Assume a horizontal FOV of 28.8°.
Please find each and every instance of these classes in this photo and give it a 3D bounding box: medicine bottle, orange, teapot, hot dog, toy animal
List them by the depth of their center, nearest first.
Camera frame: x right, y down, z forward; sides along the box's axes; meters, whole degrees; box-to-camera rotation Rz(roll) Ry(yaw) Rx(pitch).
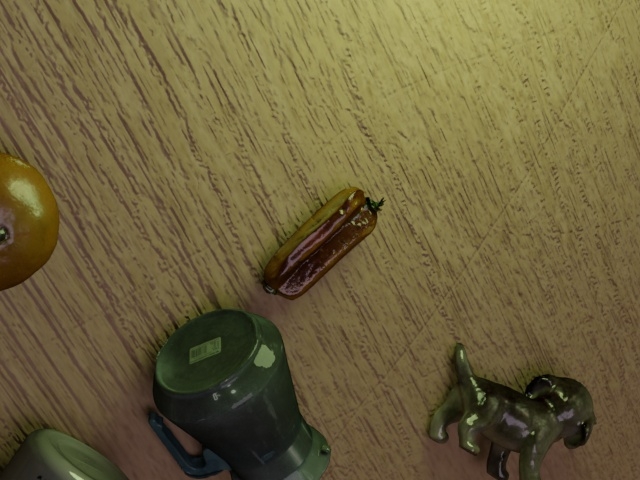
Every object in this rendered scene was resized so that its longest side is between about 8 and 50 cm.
[{"bbox_3d":[-0.358,-0.019,1.344,0.156,0.124,0.156,-10,114,-25],"label":"orange"},{"bbox_3d":[-0.352,0.376,1.457,0.157,0.157,0.289,35,90,-30],"label":"medicine bottle"},{"bbox_3d":[-0.106,0.214,1.533,0.203,0.171,0.225,-18,125,15],"label":"teapot"},{"bbox_3d":[0.000,0.000,1.561,0.188,0.055,0.072,-42,122,-8],"label":"hot dog"},{"bbox_3d":[0.269,0.254,1.744,0.233,0.121,0.169,19,81,-20],"label":"toy animal"}]
